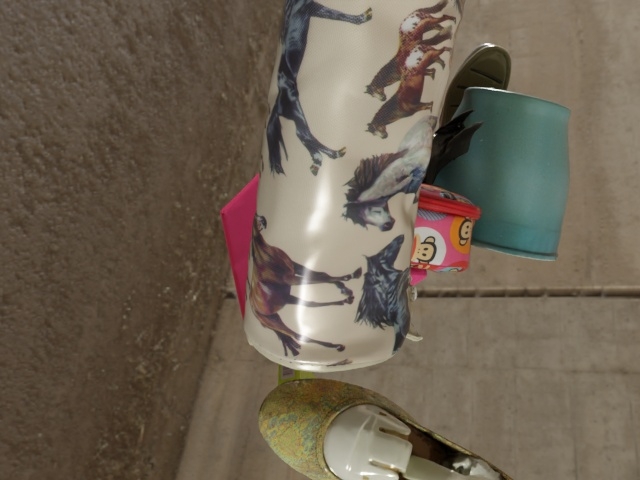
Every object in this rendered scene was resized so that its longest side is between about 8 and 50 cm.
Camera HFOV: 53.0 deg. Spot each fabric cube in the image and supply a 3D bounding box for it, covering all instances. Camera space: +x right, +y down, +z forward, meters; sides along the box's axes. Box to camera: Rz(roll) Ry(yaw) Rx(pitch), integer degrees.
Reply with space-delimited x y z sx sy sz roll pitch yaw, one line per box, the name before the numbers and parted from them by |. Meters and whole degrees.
fabric cube | 0.000 0.000 1.233 0.258 0.259 0.254 8 58 -40

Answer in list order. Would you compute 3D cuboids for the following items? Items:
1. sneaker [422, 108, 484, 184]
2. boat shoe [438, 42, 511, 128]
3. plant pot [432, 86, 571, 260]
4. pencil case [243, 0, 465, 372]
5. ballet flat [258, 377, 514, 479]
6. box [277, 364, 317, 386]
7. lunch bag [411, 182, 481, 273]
sneaker | 0.199 -0.141 1.023 0.170 0.089 0.051 81 -16 -69
boat shoe | 0.298 -0.268 1.323 0.103 0.113 0.302 -74 -178 -55
plant pot | 0.312 -0.125 1.127 0.272 0.272 0.255 -16 121 -71
pencil case | 0.037 -0.086 0.602 0.160 0.184 0.410 38 -55 54
ballet flat | 0.098 0.254 0.730 0.349 0.123 0.123 31 44 -15
box | -0.019 0.282 1.071 0.109 0.043 0.178 -92 160 -44
lunch bag | 0.060 -0.039 0.920 0.293 0.258 0.120 -143 -117 -75
